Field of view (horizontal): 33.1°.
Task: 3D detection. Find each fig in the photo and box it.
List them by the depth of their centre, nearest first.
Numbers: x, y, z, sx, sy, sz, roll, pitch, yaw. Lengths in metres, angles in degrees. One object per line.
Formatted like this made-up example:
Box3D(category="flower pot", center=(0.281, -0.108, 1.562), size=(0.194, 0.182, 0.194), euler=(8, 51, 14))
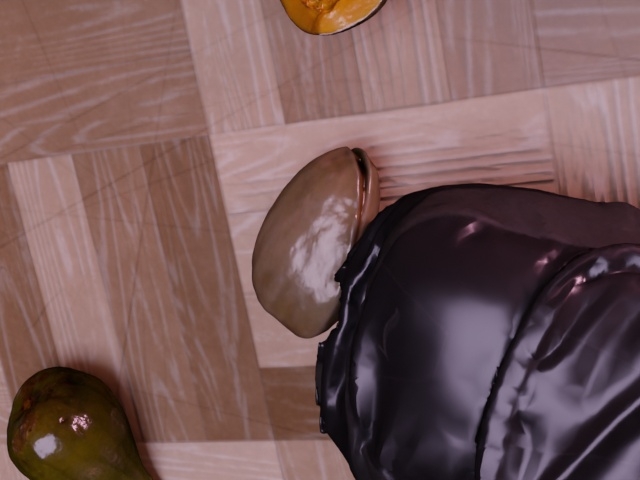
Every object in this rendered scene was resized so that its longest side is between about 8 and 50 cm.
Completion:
Box3D(category="fig", center=(-0.246, 0.210, 1.179), size=(0.185, 0.133, 0.127), euler=(13, 98, -23))

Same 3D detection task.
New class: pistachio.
Box3D(category="pistachio", center=(0.000, 0.000, 0.998), size=(0.108, 0.126, 0.185), euler=(11, 103, -24))

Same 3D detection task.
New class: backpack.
Box3D(category="backpack", center=(0.206, 0.120, 0.864), size=(0.445, 0.255, 0.363), euler=(21, 97, 11))

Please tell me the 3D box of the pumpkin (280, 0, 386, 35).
Box3D(category="pumpkin", center=(-0.001, -0.260, 0.919), size=(0.119, 0.107, 0.183), euler=(-27, 88, 19))
